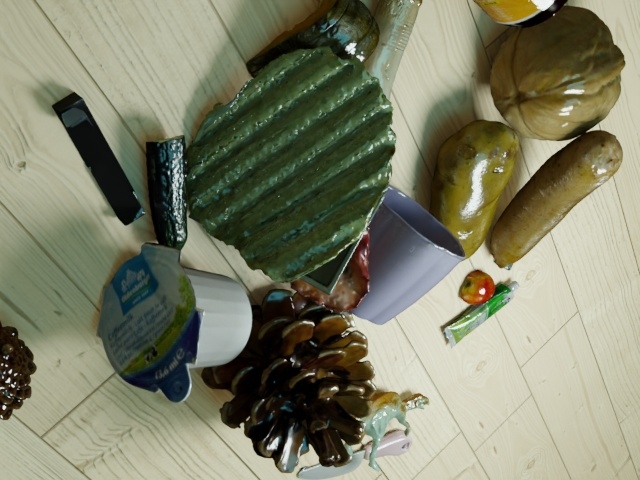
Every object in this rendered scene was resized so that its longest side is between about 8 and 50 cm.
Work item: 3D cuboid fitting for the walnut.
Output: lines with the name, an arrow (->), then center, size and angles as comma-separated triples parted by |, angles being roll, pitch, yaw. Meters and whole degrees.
walnut -> 0.528, -0.367, 1.973 | 0.313, 0.277, 0.252 | -27, 164, -31

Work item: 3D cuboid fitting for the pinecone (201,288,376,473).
pinecone -> -0.045, 0.305, 1.824 | 0.385, 0.384, 0.384 | -17, 123, -29

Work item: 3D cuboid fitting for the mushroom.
mushroom -> 0.119, -0.349, 1.793 | 0.123, 0.095, 0.351 | -9, 122, -53

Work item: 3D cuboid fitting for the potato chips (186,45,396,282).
potato chips -> -0.044, -0.138, 1.648 | 0.429, 0.070, 0.358 | -37, 95, 6

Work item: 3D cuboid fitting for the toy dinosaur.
toy dinosaur -> 0.108, 0.466, 2.216 | 0.393, 0.092, 0.205 | 10, 105, -39

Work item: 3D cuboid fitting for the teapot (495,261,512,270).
teapot -> 0.494, 0.021, 2.305 | 0.043, 0.043, 0.110 | 25, 93, -42

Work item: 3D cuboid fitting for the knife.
knife -> 0.087, 0.562, 2.301 | 0.336, 0.043, 0.081 | -12, 127, -24

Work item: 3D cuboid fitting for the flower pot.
flower pot -> 0.142, 0.040, 1.921 | 0.265, 0.265, 0.243 | 20, 112, -42

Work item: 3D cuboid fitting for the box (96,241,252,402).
box -> -0.242, 0.162, 1.675 | 0.262, 0.291, 0.206 | -46, 152, 24

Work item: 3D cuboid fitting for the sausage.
sausage -> 0.535, -0.097, 2.095 | 0.123, 0.136, 0.501 | 10, 147, -17

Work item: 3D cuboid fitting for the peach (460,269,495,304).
peach -> 0.409, 0.127, 2.281 | 0.098, 0.061, 0.098 | -12, 113, -31

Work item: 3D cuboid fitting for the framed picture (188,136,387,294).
framed picture -> -0.063, -0.070, 1.707 | 0.315, 0.024, 0.232 | 29, 93, 1

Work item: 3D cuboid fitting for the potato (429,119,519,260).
potato -> 0.336, -0.109, 2.051 | 0.177, 0.195, 0.369 | 14, 119, 4

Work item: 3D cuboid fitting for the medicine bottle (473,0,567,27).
medicine bottle -> 0.315, -0.596, 1.721 | 0.395, 0.242, 0.242 | 26, 96, -31

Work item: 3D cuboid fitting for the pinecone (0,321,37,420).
pinecone -> -0.593, 0.224, 1.507 | 0.208, 0.208, 0.207 | -17, 123, -29

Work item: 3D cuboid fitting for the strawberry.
strawberry -> 0.005, -0.018, 1.790 | 0.280, 0.150, 0.253 | 34, 94, -2

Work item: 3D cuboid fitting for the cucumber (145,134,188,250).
cucumber -> -0.281, -0.081, 1.646 | 0.074, 0.074, 0.241 | -15, 121, -31

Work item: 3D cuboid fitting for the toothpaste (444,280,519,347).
toothpaste -> 0.423, 0.185, 2.336 | 0.248, 0.047, 0.078 | -35, 128, -14

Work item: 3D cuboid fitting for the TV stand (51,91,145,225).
TV stand -> -0.382, -0.137, 1.561 | 0.049, 0.040, 0.256 | -35, 130, -17

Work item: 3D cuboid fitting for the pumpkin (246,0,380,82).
pumpkin -> 0.000, -0.362, 1.671 | 0.248, 0.126, 0.131 | -49, 130, -4
